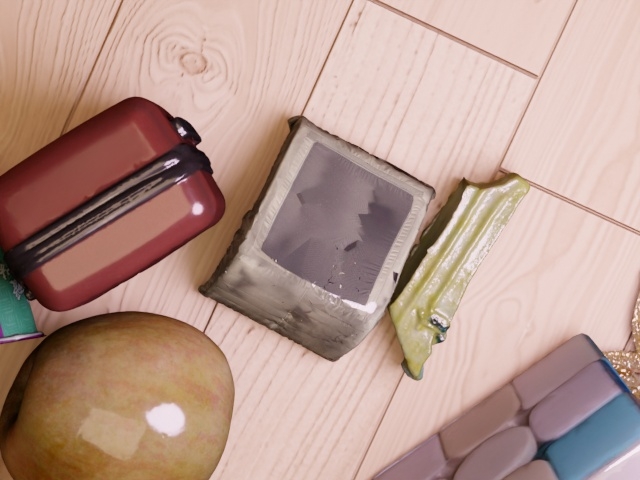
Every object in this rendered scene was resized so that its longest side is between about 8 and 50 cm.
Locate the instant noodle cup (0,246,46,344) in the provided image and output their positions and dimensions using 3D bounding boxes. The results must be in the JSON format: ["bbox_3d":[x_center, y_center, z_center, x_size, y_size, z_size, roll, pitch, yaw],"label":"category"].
[{"bbox_3d":[-0.447,0.036,1.444,0.251,0.251,0.190,-10,88,-3],"label":"instant noodle cup"}]

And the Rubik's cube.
[{"bbox_3d":[0.291,0.370,1.470,0.347,0.346,0.344,-35,102,8],"label":"Rubik's cube"}]

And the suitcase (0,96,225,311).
[{"bbox_3d":[-0.226,-0.040,1.414,0.236,0.297,0.161,-32,91,-1],"label":"suitcase"}]

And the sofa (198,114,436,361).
[{"bbox_3d":[0.000,0.000,1.548,0.210,0.176,0.225,26,66,-8],"label":"sofa"}]

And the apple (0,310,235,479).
[{"bbox_3d":[-0.232,0.198,1.461,0.234,0.257,0.257,24,95,-17],"label":"apple"}]

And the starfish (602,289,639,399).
[{"bbox_3d":[0.454,0.149,1.619,0.295,0.048,0.231,23,96,-6],"label":"starfish"}]

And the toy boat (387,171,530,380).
[{"bbox_3d":[0.149,0.030,1.547,0.084,0.111,0.276,29,98,-3],"label":"toy boat"}]
